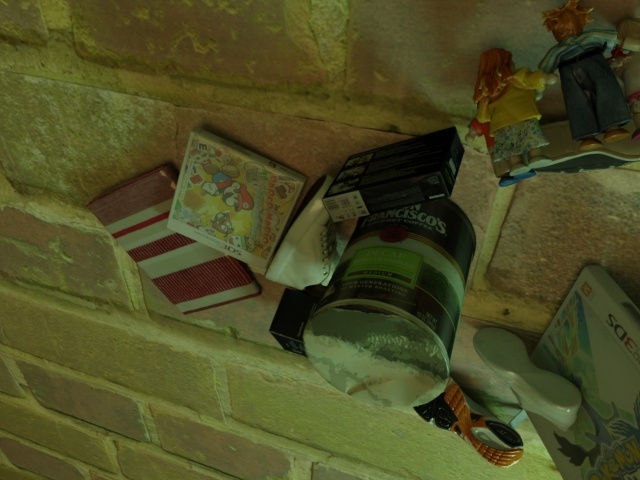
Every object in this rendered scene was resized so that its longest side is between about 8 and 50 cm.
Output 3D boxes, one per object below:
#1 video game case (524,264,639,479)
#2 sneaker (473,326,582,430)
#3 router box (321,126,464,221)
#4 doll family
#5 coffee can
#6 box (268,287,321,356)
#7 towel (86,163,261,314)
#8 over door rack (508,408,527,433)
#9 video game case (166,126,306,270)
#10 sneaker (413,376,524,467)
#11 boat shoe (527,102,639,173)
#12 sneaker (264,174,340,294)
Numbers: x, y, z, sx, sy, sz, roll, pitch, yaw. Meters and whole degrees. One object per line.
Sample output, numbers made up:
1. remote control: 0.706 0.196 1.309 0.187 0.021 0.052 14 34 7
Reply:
1. video game case: 0.429 0.255 0.831 0.036 0.299 0.328 -4 133 -14
2. sneaker: 0.337 0.236 0.923 0.212 0.080 0.094 46 155 49
3. router box: 0.106 -0.094 0.782 0.179 0.133 0.046 -11 121 31
4. doll family: 0.272 -0.177 0.629 0.263 0.118 0.163 -19 79 34
5. coffee can: 0.115 0.077 0.822 0.202 0.275 0.201 12 131 15
6. box: 0.002 0.173 1.037 0.159 0.093 0.156 15 160 12
7. towel: -0.294 0.011 1.120 0.237 0.037 0.328 -16 120 31
8. over door rack: 0.534 0.417 0.981 0.239 0.108 0.324 49 163 -18
9. video game case: -0.157 -0.066 0.975 0.207 0.026 0.226 24 129 -4
10. sneaker: 0.274 0.346 1.096 0.262 0.099 0.121 39 178 15
11. boat shoe: 0.359 -0.126 0.707 0.206 0.075 0.065 -6 167 22
12. sneaker: 0.000 0.000 0.938 0.123 0.105 0.290 28 144 -2
